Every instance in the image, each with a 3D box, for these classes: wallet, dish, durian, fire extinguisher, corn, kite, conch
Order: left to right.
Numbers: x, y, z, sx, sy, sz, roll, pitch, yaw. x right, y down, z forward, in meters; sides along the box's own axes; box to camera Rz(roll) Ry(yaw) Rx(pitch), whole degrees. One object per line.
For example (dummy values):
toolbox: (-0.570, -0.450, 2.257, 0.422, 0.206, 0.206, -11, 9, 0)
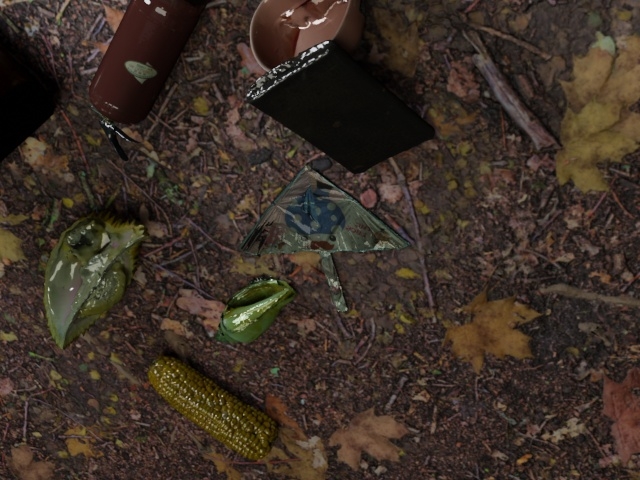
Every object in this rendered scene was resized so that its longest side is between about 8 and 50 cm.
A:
durian: (-0.437, 0.051, 1.955, 0.172, 0.166, 0.306, 41, 112, -12)
fire extinguisher: (-0.305, -0.297, 1.742, 0.135, 0.114, 0.337, 45, 124, 13)
corn: (-0.226, 0.345, 2.102, 0.313, 0.102, 0.102, 32, 123, -3)
conch: (-0.138, 0.141, 1.976, 0.095, 0.079, 0.201, 43, 105, 4)
dish: (-0.006, -0.341, 1.628, 0.213, 0.213, 0.090, -26, 142, 27)
kite: (0.000, 0.000, 1.892, 0.335, 0.011, 0.314, -2, 119, 18)
wallet: (0.039, -0.207, 1.641, 0.170, 0.044, 0.321, -28, 147, 24)

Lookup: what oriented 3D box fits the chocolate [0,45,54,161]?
chocolate: (-0.716, -0.268, 1.773, 0.384, 0.384, 0.331, -38, 88, 30)
